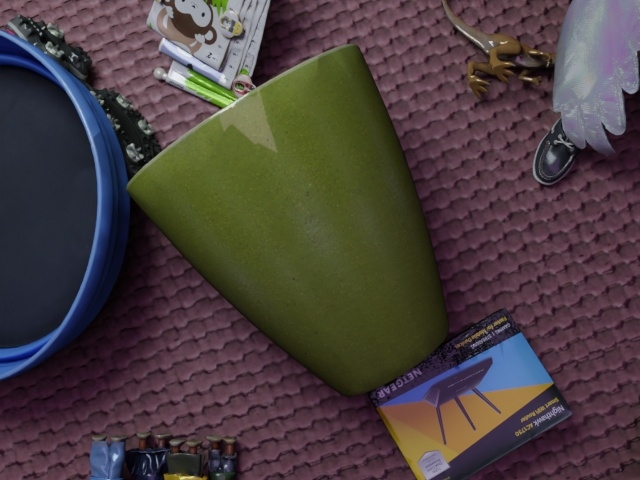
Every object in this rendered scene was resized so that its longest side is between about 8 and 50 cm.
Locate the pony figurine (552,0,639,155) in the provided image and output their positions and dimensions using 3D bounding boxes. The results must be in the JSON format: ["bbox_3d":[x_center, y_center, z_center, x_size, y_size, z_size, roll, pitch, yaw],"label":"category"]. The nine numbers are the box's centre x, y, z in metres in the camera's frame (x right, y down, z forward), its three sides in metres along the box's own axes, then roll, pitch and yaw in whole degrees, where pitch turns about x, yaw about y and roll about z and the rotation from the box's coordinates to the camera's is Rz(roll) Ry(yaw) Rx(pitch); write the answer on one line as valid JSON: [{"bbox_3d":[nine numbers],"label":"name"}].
[{"bbox_3d":[0.335,-0.272,0.634,0.303,0.363,0.350,1,87,37],"label":"pony figurine"}]

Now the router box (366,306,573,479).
[{"bbox_3d":[0.159,0.175,0.762,0.179,0.046,0.133,-31,79,-1],"label":"router box"}]

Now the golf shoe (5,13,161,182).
[{"bbox_3d":[-0.298,-0.145,0.850,0.120,0.105,0.273,-46,76,17],"label":"golf shoe"}]

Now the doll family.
[{"bbox_3d":[-0.178,0.272,0.764,0.193,0.076,0.111,1,84,10],"label":"doll family"}]

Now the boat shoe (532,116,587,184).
[{"bbox_3d":[0.290,-0.122,0.810,0.046,0.038,0.125,36,84,9],"label":"boat shoe"}]

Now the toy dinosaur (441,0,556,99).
[{"bbox_3d":[0.209,-0.230,0.837,0.212,0.064,0.112,27,56,8],"label":"toy dinosaur"}]

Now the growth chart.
[{"bbox_3d":[-0.133,-0.271,0.818,0.172,0.021,0.237,21,124,12],"label":"growth chart"}]

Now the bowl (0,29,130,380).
[{"bbox_3d":[-0.386,-0.038,0.783,0.391,0.077,0.390,0,91,19],"label":"bowl"}]

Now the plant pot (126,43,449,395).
[{"bbox_3d":[0.000,0.000,0.722,0.275,0.275,0.293,-33,95,-1],"label":"plant pot"}]
